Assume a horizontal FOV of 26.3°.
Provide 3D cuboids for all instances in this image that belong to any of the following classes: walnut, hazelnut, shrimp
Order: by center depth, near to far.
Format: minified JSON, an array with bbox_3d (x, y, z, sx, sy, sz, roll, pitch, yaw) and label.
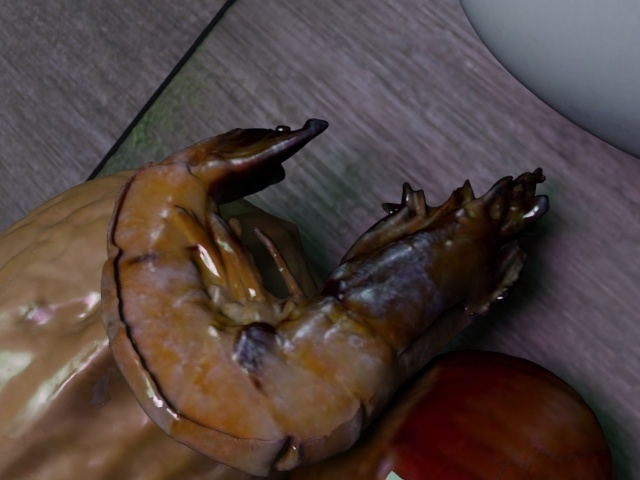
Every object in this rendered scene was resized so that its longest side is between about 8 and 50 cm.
[{"bbox_3d":[-0.003,0.005,0.712,0.178,0.289,0.075,43,143,11],"label":"shrimp"},{"bbox_3d":[0.060,0.160,0.719,0.202,0.160,0.170,110,146,-41],"label":"hazelnut"},{"bbox_3d":[-0.110,0.077,0.788,0.261,0.225,0.225,-43,59,-7],"label":"walnut"}]

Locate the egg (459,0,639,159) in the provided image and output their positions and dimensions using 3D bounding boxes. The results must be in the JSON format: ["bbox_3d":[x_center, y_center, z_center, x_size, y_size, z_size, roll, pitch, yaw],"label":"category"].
[{"bbox_3d":[0.230,-0.129,0.643,0.371,0.230,0.230,17,85,35],"label":"egg"}]
